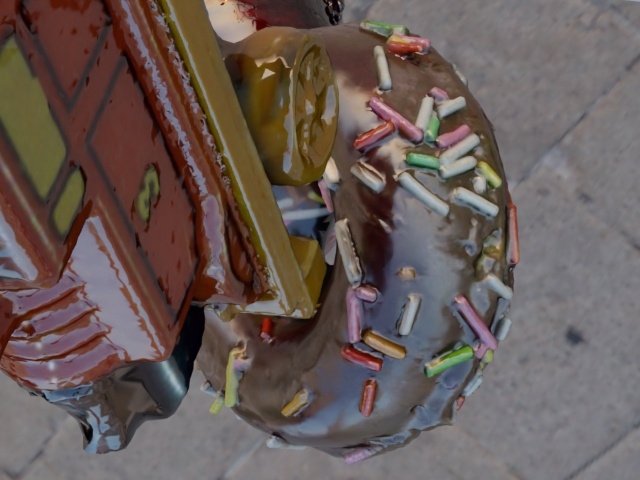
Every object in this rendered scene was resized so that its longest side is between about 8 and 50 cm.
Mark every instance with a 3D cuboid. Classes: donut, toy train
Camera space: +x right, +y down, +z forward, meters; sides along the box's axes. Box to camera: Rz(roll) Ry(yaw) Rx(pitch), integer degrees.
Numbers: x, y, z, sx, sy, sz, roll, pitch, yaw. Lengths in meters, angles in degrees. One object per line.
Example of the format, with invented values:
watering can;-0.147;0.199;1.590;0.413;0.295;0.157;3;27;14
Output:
donut;0.000;0.000;0.876;0.269;0.103;0.270;-3;86;53
toy train;-0.115;-0.062;0.608;0.163;0.232;0.369;5;143;19

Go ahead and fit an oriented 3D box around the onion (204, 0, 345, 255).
onion;-0.080;-0.112;1.231;0.314;0.232;0.314;166;90;-79
